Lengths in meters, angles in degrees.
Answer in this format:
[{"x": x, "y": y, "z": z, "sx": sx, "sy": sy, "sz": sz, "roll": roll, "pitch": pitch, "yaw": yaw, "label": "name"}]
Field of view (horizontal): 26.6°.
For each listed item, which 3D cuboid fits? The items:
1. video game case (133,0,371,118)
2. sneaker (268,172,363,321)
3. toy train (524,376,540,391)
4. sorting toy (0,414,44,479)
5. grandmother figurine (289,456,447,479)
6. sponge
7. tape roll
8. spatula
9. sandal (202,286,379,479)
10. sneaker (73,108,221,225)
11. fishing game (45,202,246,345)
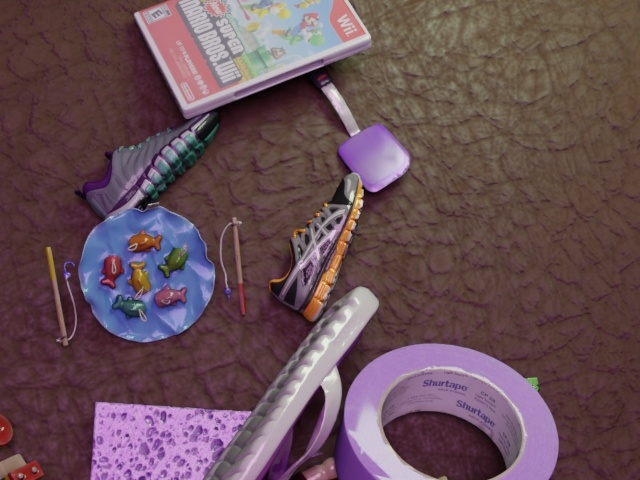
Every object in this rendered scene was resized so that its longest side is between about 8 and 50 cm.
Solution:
[{"x": -0.098, "y": -0.298, "z": 1.919, "sx": 0.285, "sy": 0.025, "sz": 0.204, "roll": -22, "pitch": 58, "yaw": -10, "label": "video game case"}, {"x": 0.000, "y": 0.000, "z": 1.855, "sx": 0.083, "sy": 0.084, "sz": 0.215, "roll": 22, "pitch": 75, "yaw": 6, "label": "sneaker"}, {"x": 0.260, "y": 0.201, "z": 1.856, "sx": 0.083, "sy": 0.017, "sz": 0.023, "roll": -4, "pitch": 66, "yaw": -6, "label": "toy train"}, {"x": -0.384, "y": 0.350, "z": 1.706, "sx": 0.132, "sy": 0.046, "sz": 0.274, "roll": -20, "pitch": 76, "yaw": -54, "label": "sorting toy"}, {"x": 0.000, "y": 0.390, "z": 1.747, "sx": 0.342, "sy": 0.104, "sz": 0.208, "roll": -3, "pitch": 67, "yaw": -2, "label": "grandmother figurine"}, {"x": -0.198, "y": 0.279, "z": 1.789, "sx": 0.210, "sy": 0.031, "sz": 0.117, "roll": 4, "pitch": 75, "yaw": -4, "label": "sponge"}, {"x": 0.159, "y": 0.262, "z": 1.728, "sx": 0.275, "sy": 0.090, "sz": 0.275, "roll": 6, "pitch": 42, "yaw": -5, "label": "tape roll"}, {"x": 0.021, "y": -0.201, "z": 1.934, "sx": 0.084, "sy": 0.030, "sz": 0.296, "roll": -32, "pitch": 80, "yaw": -13, "label": "spatula"}, {"x": -0.026, "y": 0.231, "z": 1.727, "sx": 0.102, "sy": 0.169, "sz": 0.416, "roll": 39, "pitch": 65, "yaw": -5, "label": "sandal"}, {"x": -0.238, "y": -0.120, "z": 1.867, "sx": 0.098, "sy": 0.083, "sz": 0.223, "roll": 39, "pitch": 76, "yaw": 11, "label": "sneaker"}, {"x": -0.231, "y": 0.045, "z": 1.816, "sx": 0.264, "sy": 0.041, "sz": 0.189, "roll": -6, "pitch": 96, "yaw": -10, "label": "fishing game"}]
